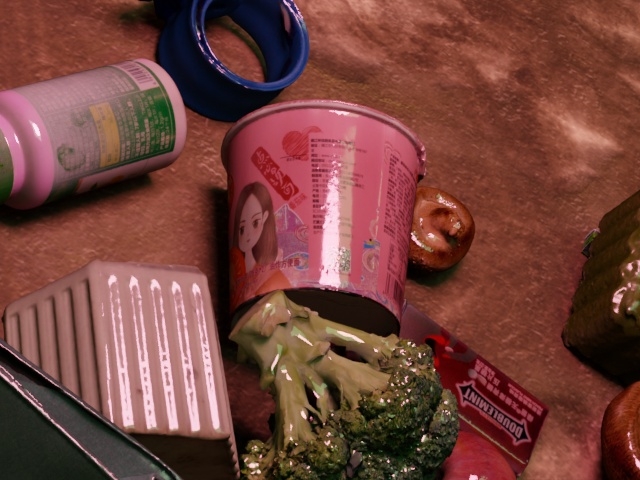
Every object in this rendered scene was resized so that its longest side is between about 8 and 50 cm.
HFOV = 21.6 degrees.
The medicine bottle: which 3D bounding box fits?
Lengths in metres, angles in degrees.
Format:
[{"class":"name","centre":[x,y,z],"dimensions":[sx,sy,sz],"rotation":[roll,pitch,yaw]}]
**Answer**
[{"class":"medicine bottle","centre":[-0.288,-0.113,1.842],"dimensions":[0.274,0.133,0.133],"rotation":[-19,70,-41]}]

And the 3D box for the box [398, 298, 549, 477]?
[{"class":"box","centre":[0.156,0.180,1.971],"dimensions":[0.224,0.069,0.120],"rotation":[38,46,-6]}]

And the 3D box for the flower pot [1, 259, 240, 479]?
[{"class":"flower pot","centre":[-0.198,0.153,1.658],"dimensions":[0.209,0.239,0.190],"rotation":[-9,61,-4]}]

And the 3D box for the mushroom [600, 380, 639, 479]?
[{"class":"mushroom","centre":[0.430,0.283,2.043],"dimensions":[0.194,0.138,0.231],"rotation":[-18,60,-25]}]

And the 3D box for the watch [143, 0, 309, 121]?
[{"class":"watch","centre":[-0.118,-0.254,2.052],"dimensions":[0.196,0.171,0.200],"rotation":[-20,82,-28]}]

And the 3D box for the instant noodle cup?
[{"class":"instant noodle cup","centre":[0.000,0.000,1.895],"dimensions":[0.243,0.243,0.231],"rotation":[16,58,-23]}]

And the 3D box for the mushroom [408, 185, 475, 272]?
[{"class":"mushroom","centre":[0.138,-0.013,2.087],"dimensions":[0.109,0.085,0.126],"rotation":[26,38,35]}]

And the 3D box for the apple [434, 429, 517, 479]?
[{"class":"apple","centre":[0.144,0.285,1.834],"dimensions":[0.120,0.153,0.153],"rotation":[53,34,-40]}]

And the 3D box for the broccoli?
[{"class":"broccoli","centre":[0.008,0.178,1.733],"dimensions":[0.270,0.270,0.270],"rotation":[55,45,-7]}]

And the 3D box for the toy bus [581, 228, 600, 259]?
[{"class":"toy bus","centre":[0.395,0.022,2.268],"dimensions":[0.083,0.031,0.037],"rotation":[33,37,-9]}]

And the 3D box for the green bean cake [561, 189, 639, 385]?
[{"class":"green bean cake","centre":[0.468,0.078,2.167],"dimensions":[0.249,0.156,0.247],"rotation":[32,58,-12]}]

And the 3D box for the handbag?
[{"class":"handbag","centre":[-0.276,0.249,1.508],"dimensions":[0.274,0.269,0.100],"rotation":[39,20,0]}]
